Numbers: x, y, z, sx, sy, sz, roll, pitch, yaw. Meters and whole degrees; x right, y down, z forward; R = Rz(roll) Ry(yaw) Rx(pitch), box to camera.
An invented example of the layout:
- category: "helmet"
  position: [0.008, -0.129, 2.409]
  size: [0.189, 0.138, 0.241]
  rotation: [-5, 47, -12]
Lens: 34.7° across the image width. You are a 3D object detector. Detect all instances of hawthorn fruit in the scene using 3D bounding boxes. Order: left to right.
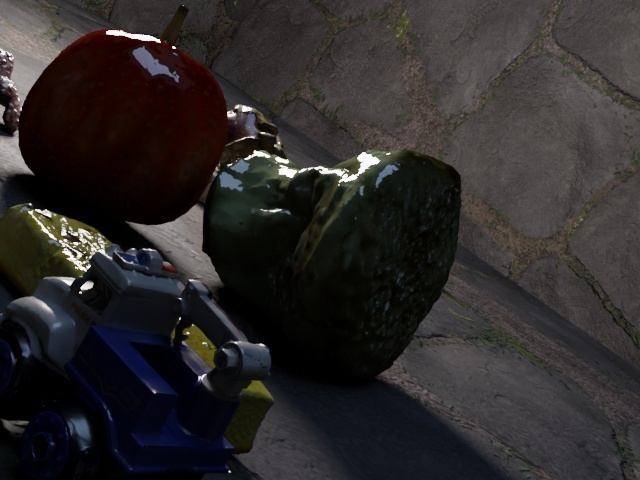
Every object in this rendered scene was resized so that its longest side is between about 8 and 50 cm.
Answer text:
- category: "hawthorn fruit"
  position: [-0.267, -0.191, 1.477]
  size: [0.287, 0.330, 0.287]
  rotation: [26, -1, 1]

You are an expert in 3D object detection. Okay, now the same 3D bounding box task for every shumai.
- category: "shumai"
  position: [-0.125, -0.176, 2.009]
  size: [0.218, 0.185, 0.184]
  rotation: [-17, 82, -38]
- category: "shumai"
  position: [0.000, 0.000, 1.464]
  size: [0.323, 0.324, 0.397]
  rotation: [20, 0, 25]

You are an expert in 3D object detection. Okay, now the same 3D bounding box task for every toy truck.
- category: "toy truck"
  position: [-0.156, 0.099, 0.810]
  size: [0.213, 0.177, 0.161]
  rotation: [39, 14, 35]

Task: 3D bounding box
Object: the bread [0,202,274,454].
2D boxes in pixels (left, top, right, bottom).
- category: "bread"
  position: [-0.204, 0.079, 1.043]
  size: [0.361, 0.077, 0.138]
  rotation: [38, 11, 36]

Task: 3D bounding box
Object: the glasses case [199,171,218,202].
- category: "glasses case"
  position: [-0.261, -0.132, 1.942]
  size: [0.164, 0.063, 0.041]
  rotation: [33, 8, 8]

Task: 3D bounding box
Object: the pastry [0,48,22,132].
- category: "pastry"
  position: [-0.576, -0.282, 1.623]
  size: [0.265, 0.112, 0.103]
  rotation: [31, -8, -17]
